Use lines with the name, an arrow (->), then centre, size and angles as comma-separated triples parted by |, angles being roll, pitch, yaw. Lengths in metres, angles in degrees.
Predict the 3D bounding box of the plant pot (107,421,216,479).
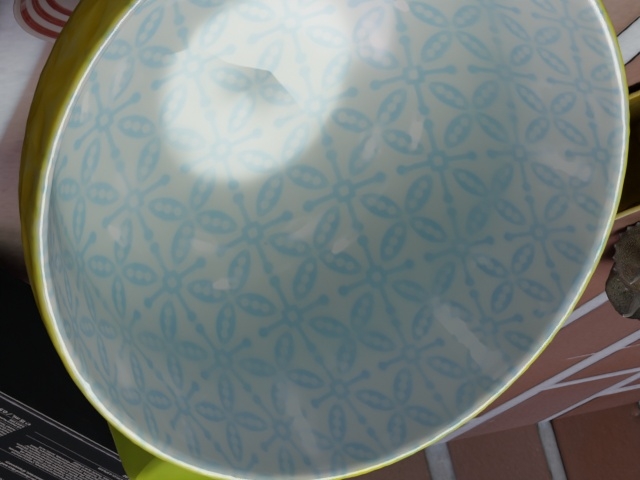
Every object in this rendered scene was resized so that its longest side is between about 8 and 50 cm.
plant pot -> 0.000, 0.000, 1.080 | 0.228, 0.227, 0.207 | -1, 155, -44

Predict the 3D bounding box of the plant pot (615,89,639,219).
plant pot -> 0.249, -0.069, 1.356 | 0.081, 0.081, 0.083 | -22, 176, 30

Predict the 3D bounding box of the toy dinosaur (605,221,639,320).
toy dinosaur -> 0.359, 0.035, 1.882 | 0.160, 0.121, 0.313 | -1, 170, -3

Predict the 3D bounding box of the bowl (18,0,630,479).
bowl -> -0.018, -0.047, 0.853 | 0.289, 0.289, 0.156 | -8, -153, -24

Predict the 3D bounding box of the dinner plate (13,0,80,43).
dinner plate -> -0.081, -0.130, 0.888 | 0.141, 0.017, 0.141 | -14, 167, -3

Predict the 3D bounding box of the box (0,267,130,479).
box -> -0.251, 0.113, 1.307 | 0.184, 0.103, 0.261 | -25, 137, 31
